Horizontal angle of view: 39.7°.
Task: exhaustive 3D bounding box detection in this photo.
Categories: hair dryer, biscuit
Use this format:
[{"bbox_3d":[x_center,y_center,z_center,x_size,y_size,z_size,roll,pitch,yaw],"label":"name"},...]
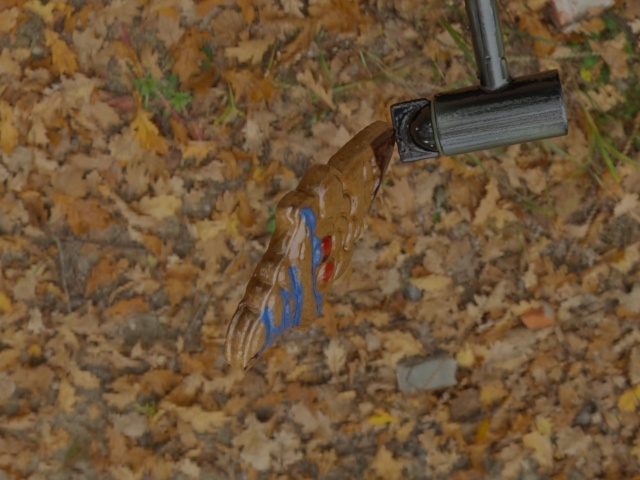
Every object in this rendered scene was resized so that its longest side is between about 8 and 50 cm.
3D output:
[{"bbox_3d":[0.159,-0.216,0.983,0.196,0.078,0.248,-9,113,14],"label":"hair dryer"},{"bbox_3d":[0.000,0.000,0.801,0.043,0.280,0.183,28,154,19],"label":"biscuit"}]
